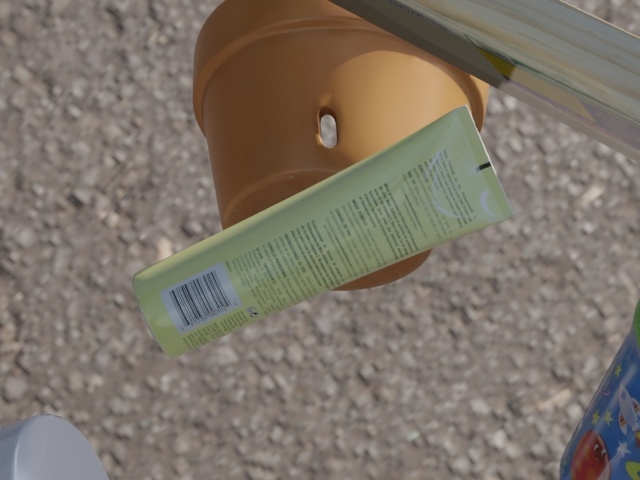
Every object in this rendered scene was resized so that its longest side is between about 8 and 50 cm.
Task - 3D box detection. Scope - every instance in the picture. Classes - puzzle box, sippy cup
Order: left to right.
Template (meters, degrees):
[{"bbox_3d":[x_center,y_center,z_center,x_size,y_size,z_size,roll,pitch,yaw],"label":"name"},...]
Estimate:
[{"bbox_3d":[0.115,-0.162,1.334,0.409,0.052,0.272,30,2,19],"label":"puzzle box"},{"bbox_3d":[0.344,0.184,1.667,0.305,0.224,0.240,2,42,-42],"label":"sippy cup"}]

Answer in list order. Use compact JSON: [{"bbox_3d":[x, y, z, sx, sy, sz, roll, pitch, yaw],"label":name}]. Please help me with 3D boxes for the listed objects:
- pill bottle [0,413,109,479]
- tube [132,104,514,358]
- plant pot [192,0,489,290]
[{"bbox_3d":[-0.302,0.219,1.188,0.181,0.323,0.181,53,27,-41],"label":"pill bottle"},{"bbox_3d":[0.000,0.000,1.137,0.070,0.240,0.062,43,23,-75],"label":"tube"},{"bbox_3d":[0.016,-0.088,1.702,0.291,0.291,0.203,20,52,-23],"label":"plant pot"}]
